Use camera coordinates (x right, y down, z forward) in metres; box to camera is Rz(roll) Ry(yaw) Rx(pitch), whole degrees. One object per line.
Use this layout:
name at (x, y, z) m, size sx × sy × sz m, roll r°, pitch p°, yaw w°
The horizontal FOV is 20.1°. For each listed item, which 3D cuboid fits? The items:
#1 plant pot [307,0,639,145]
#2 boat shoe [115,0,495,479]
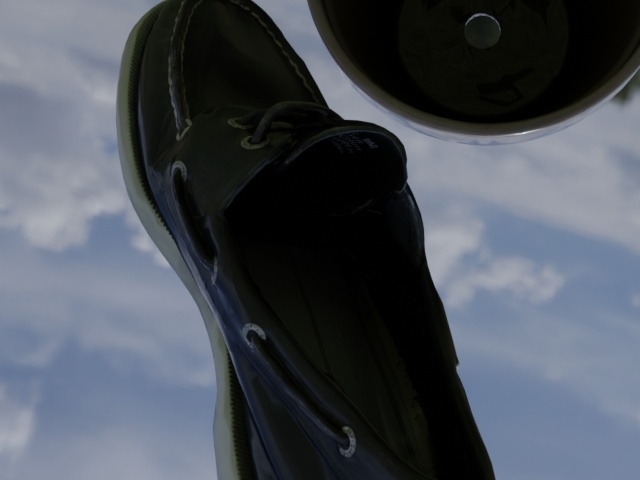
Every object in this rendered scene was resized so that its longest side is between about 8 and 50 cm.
plant pot at (0.151, -0.224, 1.667) m, size 0.323 × 0.323 × 0.280 m, roll 17°, pitch 172°, yaw 5°
boat shoe at (-0.003, 0.000, 0.791) m, size 0.127 × 0.113 × 0.340 m, roll 13°, pitch -132°, yaw -30°
